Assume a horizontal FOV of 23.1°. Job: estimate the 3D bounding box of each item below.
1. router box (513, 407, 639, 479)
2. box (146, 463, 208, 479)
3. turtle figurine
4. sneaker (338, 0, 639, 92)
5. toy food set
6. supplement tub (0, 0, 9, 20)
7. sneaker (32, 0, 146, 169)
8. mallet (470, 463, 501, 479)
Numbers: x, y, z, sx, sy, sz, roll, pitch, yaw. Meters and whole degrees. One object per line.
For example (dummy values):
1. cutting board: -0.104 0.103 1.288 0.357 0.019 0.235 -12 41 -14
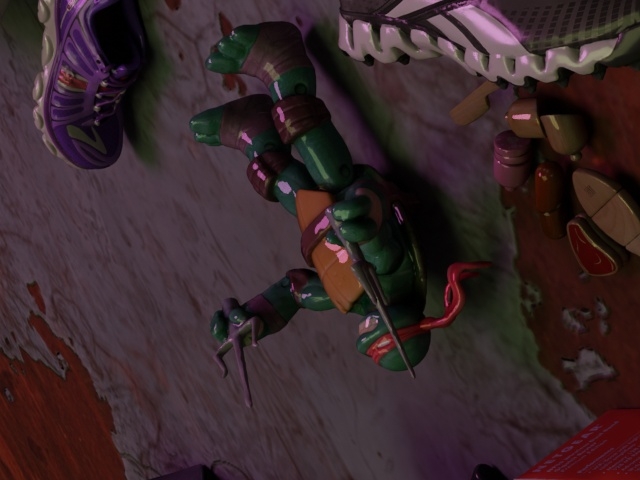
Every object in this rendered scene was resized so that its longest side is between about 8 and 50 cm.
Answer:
1. router box: 0.269 0.238 0.711 0.301 0.082 0.335 -10 106 58
2. box: -0.145 0.299 1.190 0.247 0.163 0.142 -102 -4 -73
3. turtle figurine: 0.000 0.000 0.883 0.175 0.118 0.234 -50 56 42
4. sneaker: 0.075 -0.130 0.703 0.234 0.078 0.106 14 128 53
5. toy food set: 0.120 -0.031 0.778 0.122 0.019 0.078 52 149 0
6. supplement tub: -0.392 -0.251 1.131 0.331 0.241 0.241 34 140 38
7. sneaker: -0.153 -0.113 1.065 0.071 0.068 0.170 33 139 29
8. mallet: 0.087 0.211 1.007 0.062 0.039 0.190 51 144 19
